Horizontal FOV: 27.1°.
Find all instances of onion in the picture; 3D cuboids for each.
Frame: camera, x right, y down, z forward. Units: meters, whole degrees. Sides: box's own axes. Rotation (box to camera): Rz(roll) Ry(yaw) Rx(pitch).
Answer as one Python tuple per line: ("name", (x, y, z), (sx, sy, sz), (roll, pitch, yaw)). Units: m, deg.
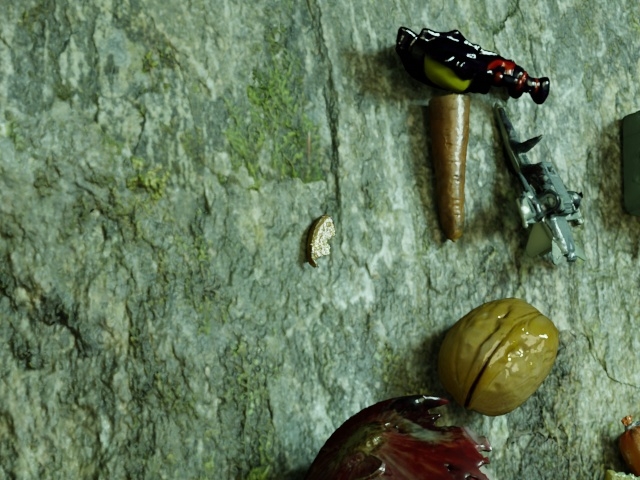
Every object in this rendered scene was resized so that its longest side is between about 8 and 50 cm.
("onion", (0.107, 0.359, 1.597), (0.341, 0.341, 0.341), (6, 77, -25))

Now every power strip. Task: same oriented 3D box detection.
("power strip", (0.555, -0.094, 2.025), (0.139, 0.140, 0.224), (8, 75, -26))

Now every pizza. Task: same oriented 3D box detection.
("pizza", (0.000, 0.000, 1.799), (0.037, 0.016, 0.083), (25, 66, -19))

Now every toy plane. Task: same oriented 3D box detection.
("toy plane", (0.318, -0.088, 1.936), (0.192, 0.088, 0.262), (-5, 77, -55))

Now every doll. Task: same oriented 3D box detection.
("doll", (0.209, -0.246, 1.899), (0.249, 0.127, 0.088), (14, 74, -32))

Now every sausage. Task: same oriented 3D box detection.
("sausage", (0.504, 0.356, 1.943), (0.071, 0.071, 0.234), (-32, 94, -28))

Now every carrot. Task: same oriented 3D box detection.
("carrot", (0.186, -0.101, 1.894), (0.061, 0.061, 0.209), (3, 81, -26))

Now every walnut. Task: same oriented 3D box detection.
("walnut", (0.239, 0.160, 1.818), (0.144, 0.144, 0.180), (46, 67, -11))

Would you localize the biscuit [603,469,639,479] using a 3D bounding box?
("biscuit", (0.504, 0.417, 1.902), (0.231, 0.016, 0.139), (13, 90, -5))
